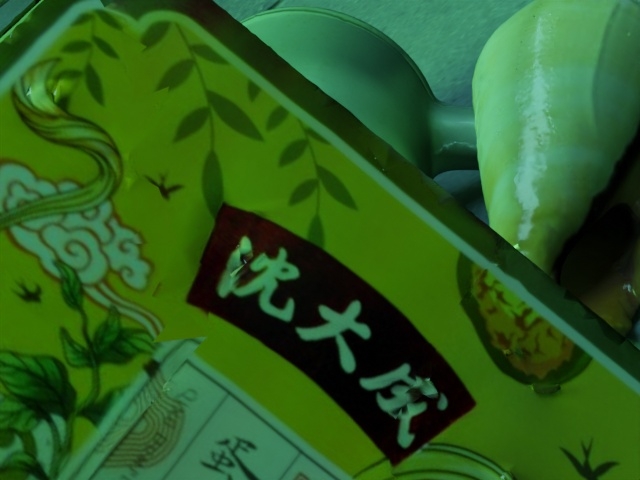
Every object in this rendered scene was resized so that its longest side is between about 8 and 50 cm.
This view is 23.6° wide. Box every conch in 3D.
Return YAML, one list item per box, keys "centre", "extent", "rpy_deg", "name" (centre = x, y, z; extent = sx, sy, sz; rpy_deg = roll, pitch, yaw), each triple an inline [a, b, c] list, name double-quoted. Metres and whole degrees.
- centre: [0.156, -0.043, 0.963]
  extent: [0.255, 0.158, 0.127]
  rpy_deg: [-68, 7, -28]
  name: "conch"

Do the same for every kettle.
- centre: [-0.011, -0.011, 1.014]
  extent: [0.265, 0.205, 0.318]
  rpy_deg: [-25, 24, 27]
  name: "kettle"

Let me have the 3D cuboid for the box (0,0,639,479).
- centre: [-0.077, 0.135, 0.619]
  extent: [0.420, 0.373, 0.138]
  rpy_deg: [-51, -1, -29]
  name: "box"
